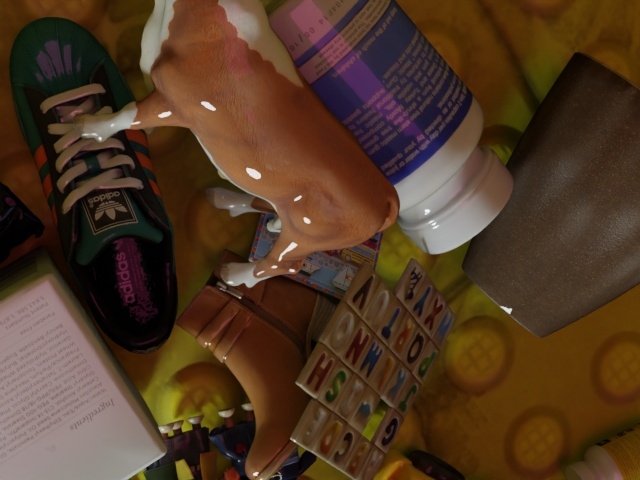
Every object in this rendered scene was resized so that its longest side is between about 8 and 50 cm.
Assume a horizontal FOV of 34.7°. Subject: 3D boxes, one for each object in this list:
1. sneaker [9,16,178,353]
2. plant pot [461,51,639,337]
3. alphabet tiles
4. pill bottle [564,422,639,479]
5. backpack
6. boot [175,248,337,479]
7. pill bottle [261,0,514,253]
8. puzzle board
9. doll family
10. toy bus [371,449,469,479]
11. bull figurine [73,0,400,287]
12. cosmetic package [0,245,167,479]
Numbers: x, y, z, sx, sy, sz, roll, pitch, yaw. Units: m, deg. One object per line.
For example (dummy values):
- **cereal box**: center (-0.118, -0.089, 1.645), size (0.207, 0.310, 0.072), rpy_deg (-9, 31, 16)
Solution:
- **sneaker**: center (-0.183, -0.046, 0.878), size (0.108, 0.121, 0.302), rpy_deg (-20, 103, -13)
- **plant pot**: center (0.253, -0.024, 0.997), size (0.215, 0.215, 0.230), rpy_deg (36, 100, -19)
- **alphabet tiles**: center (0.052, 0.115, 0.946), size (0.198, 0.009, 0.237), rpy_deg (-60, 150, -12)
- **pill bottle**: center (0.329, 0.246, 1.120), size (0.116, 0.065, 0.065), rpy_deg (-21, 104, -15)
- **backpack**: center (-0.307, -0.007, 0.857), size (0.114, 0.105, 0.084), rpy_deg (-44, 86, -7)
- **boot**: center (-0.067, 0.113, 0.939), size (0.152, 0.073, 0.197), rpy_deg (31, 55, -6)
- **pill bottle**: center (0.050, -0.118, 0.927), size (0.152, 0.152, 0.272), rpy_deg (-45, 108, -7)
- **puzzle board**: center (0.000, 0.000, 0.980), size (0.128, 0.011, 0.096), rpy_deg (24, 61, -19)
- **doll family**: center (-0.085, 0.216, 0.974), size (0.193, 0.076, 0.111), rpy_deg (-13, 83, -11)
- **toy bus**: center (0.149, 0.324, 0.998), size (0.220, 0.211, 0.149), rpy_deg (29, 90, -18)
- **bull figurine**: center (-0.071, -0.099, 0.817), size (0.188, 0.101, 0.310), rpy_deg (-26, 114, 32)
- **cosmetic package**: center (-0.247, 0.127, 0.868), size (0.151, 0.151, 0.184), rpy_deg (-32, 106, -10)
